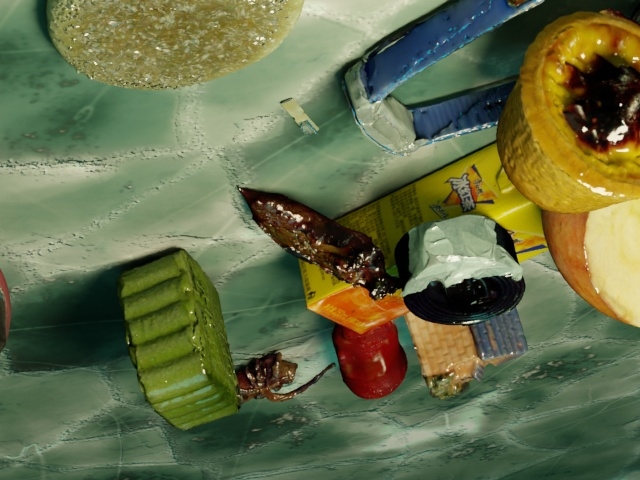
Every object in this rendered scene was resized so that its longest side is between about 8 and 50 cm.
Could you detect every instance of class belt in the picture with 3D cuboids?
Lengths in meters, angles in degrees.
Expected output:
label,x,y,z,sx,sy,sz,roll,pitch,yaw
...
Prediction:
label,x,y,z,sx,sy,sz,roll,pitch,yaw
belt,0.174,0.039,1.895,0.151,0.078,0.198,-22,149,20

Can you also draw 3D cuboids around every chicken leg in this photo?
label,x,y,z,sx,sy,sz,roll,pitch,yaw
chicken leg,0.000,0.000,1.916,0.233,0.063,0.105,29,158,7

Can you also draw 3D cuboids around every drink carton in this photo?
label,x,y,z,sx,sy,sz,roll,pitch,yaw
drink carton,0.153,-0.005,2.001,0.351,0.111,0.154,-25,151,24

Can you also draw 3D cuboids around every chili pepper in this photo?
label,x,y,z,sx,sy,sz,roll,pitch,yaw
chili pepper,0.074,0.163,2.301,0.110,0.110,0.387,-13,156,1

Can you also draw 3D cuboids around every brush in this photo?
label,x,y,z,sx,sy,sz,roll,pitch,yaw
brush,-0.023,-0.141,1.765,0.016,0.013,0.083,-18,152,15

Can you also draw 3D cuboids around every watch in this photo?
label,x,y,z,sx,sy,sz,roll,pitch,yaw
watch,0.183,-0.182,1.733,0.274,0.068,0.276,-30,149,22

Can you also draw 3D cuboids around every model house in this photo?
label,x,y,z,sx,sy,sz,roll,pitch,yaw
model house,0.231,0.134,2.271,0.172,0.167,0.183,-22,164,11

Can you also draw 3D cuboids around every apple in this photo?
label,x,y,z,sx,sy,sz,roll,pitch,yaw
apple,0.373,-0.053,1.850,0.251,0.293,0.163,40,167,-30

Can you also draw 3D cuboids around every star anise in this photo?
label,x,y,z,sx,sy,sz,roll,pitch,yaw
star anise,-0.065,0.214,2.391,0.190,0.070,0.097,-26,149,20

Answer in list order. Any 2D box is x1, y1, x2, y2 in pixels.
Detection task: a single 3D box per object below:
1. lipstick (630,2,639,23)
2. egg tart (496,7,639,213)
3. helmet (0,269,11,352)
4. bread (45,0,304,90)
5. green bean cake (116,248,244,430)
label,x,y,z,sx,sy,sz,roll,pitch,yaw
lipstick,0.470,-0.214,1.767,0.299,0.081,0.081,13,144,-41
egg tart,0.285,-0.128,1.629,0.215,0.215,0.171,-2,164,-21
helmet,-0.464,0.066,1.824,0.198,0.154,0.253,18,126,-15
bread,-0.140,-0.226,1.510,0.267,0.040,0.267,-10,153,-5
green bean cake,-0.185,0.136,2.027,0.113,0.200,0.214,-16,153,5
